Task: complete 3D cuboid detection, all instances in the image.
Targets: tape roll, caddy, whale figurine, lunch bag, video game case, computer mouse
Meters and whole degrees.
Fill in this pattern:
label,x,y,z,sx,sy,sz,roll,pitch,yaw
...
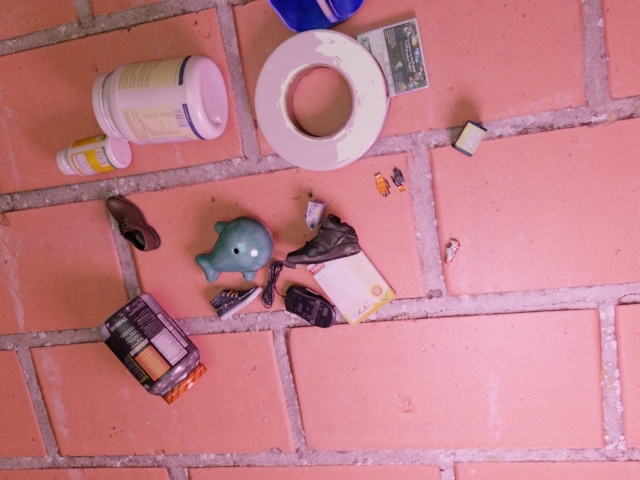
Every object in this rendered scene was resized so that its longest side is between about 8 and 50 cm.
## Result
label,x,y,z,sx,sy,sz,roll,pitch,yaw
tape roll,0.004,-0.395,1.436,0.391,0.072,0.392,3,103,14
caddy,-0.016,-0.660,1.274,0.241,0.341,0.179,-22,79,15
whale figurine,-0.277,0.040,1.560,0.272,0.141,0.216,-27,95,16
lunch bag,-0.016,-0.078,1.518,0.053,0.071,0.083,13,105,11
video game case,0.203,-0.504,1.411,0.173,0.022,0.191,-11,98,14
computer mouse,-0.055,0.158,1.584,0.261,0.060,0.184,17,109,20

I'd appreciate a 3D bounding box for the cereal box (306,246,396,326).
label,x,y,z,sx,sy,sz,roll,pitch,yaw
cereal box,0.095,0.122,1.548,0.173,0.047,0.240,-37,91,16

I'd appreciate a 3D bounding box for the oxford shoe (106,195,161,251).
label,x,y,z,sx,sy,sz,roll,pitch,yaw
oxford shoe,-0.623,-0.057,1.637,0.227,0.096,0.083,46,108,2

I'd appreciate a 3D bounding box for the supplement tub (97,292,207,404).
label,x,y,z,sx,sy,sz,roll,pitch,yaw
supplement tub,-0.543,0.355,1.647,0.207,0.207,0.338,-40,91,16

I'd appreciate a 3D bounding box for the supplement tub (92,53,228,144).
label,x,y,z,sx,sy,sz,roll,pitch,yaw
supplement tub,-0.457,-0.402,1.457,0.324,0.235,0.236,-2,101,12

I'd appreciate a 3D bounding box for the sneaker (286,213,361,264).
label,x,y,z,sx,sy,sz,roll,pitch,yaw
sneaker,0.000,0.000,1.493,0.227,0.087,0.130,-16,76,19

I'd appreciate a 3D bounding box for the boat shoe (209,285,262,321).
label,x,y,z,sx,sy,sz,roll,pitch,yaw
boat shoe,-0.278,0.184,1.629,0.183,0.065,0.083,-36,94,17

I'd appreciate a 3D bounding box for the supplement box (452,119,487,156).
label,x,y,z,sx,sy,sz,roll,pitch,yaw
supplement box,0.409,-0.280,1.381,0.056,0.083,0.083,30,105,5

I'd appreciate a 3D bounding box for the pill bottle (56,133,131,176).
label,x,y,z,sx,sy,sz,roll,pitch,yaw
pill bottle,-0.725,-0.269,1.602,0.208,0.117,0.118,-10,99,13

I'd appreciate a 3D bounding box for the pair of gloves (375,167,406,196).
label,x,y,z,sx,sy,sz,roll,pitch,yaw
pair of gloves,0.207,-0.171,1.484,0.083,0.010,0.074,-18,97,14

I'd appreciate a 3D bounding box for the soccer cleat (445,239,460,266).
label,x,y,z,sx,sy,sz,roll,pitch,yaw
soccer cleat,0.383,0.038,1.483,0.035,0.029,0.083,27,102,14
